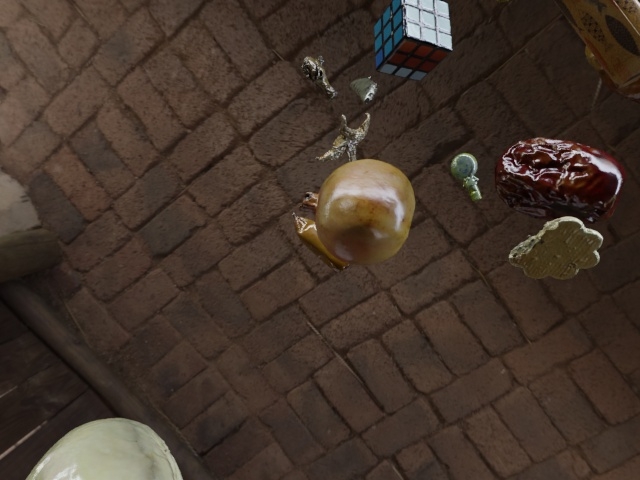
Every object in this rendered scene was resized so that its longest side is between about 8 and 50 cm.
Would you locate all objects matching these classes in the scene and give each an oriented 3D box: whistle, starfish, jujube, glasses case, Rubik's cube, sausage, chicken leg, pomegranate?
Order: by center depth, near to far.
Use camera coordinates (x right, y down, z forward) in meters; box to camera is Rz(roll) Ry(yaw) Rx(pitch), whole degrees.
[{"bbox_3d":[0.321,-0.261,0.476,0.041,0.064,0.169,-28,80,3],"label":"glasses case"},{"bbox_3d":[0.085,-0.071,0.985,0.271,0.229,0.252,12,60,2],"label":"pomegranate"},{"bbox_3d":[0.260,-0.576,1.172,0.163,0.160,0.162,2,77,-22],"label":"Rubik's cube"},{"bbox_3d":[0.788,-0.199,1.383,0.377,0.276,0.276,28,107,35],"label":"jujube"},{"bbox_3d":[0.586,-0.249,1.623,0.104,0.057,0.198,-31,77,48],"label":"whistle"},{"bbox_3d":[0.001,-0.671,1.701,0.080,0.125,0.196,-24,104,35],"label":"chicken leg"},{"bbox_3d":[0.091,-0.400,1.741,0.084,0.293,0.301,34,116,19],"label":"starfish"},{"bbox_3d":[-0.005,0.004,1.783,0.328,0.112,0.112,42,105,5],"label":"sausage"}]

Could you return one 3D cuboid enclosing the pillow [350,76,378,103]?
[{"bbox_3d":[0.188,-0.635,1.713,0.093,0.241,0.051,-39,125,16],"label":"pillow"}]

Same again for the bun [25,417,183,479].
[{"bbox_3d":[-0.247,0.399,0.483,0.213,0.361,0.361,-19,100,-24],"label":"bun"}]

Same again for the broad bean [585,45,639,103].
[{"bbox_3d":[0.619,-0.341,0.784,0.156,0.122,0.228,-44,60,9],"label":"broad bean"}]

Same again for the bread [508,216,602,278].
[{"bbox_3d":[0.688,0.035,1.195,0.182,0.039,0.251,31,141,-2],"label":"bread"}]
